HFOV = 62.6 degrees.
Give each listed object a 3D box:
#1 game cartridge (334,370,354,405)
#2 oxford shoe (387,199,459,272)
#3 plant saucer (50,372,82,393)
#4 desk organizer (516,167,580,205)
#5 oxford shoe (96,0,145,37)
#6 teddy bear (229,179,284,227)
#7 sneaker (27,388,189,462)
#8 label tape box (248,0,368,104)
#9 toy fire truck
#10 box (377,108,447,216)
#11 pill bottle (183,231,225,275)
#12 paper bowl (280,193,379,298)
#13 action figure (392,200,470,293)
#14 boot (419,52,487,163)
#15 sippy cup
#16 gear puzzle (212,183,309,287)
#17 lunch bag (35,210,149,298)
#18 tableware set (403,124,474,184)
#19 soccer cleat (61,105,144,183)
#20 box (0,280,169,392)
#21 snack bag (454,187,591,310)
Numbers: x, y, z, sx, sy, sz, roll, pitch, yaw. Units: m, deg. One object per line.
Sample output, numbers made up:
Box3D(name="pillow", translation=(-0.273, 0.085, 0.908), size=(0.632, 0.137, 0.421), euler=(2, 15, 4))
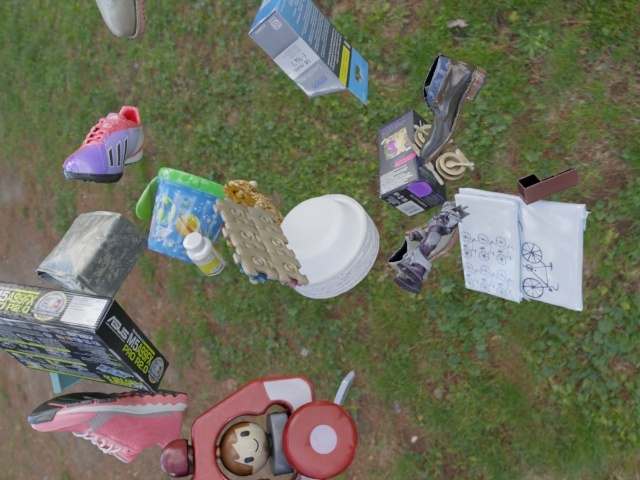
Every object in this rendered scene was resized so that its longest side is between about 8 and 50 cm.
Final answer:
Box3D(name="game cartridge", translation=(0.053, 0.345, 1.204), size=(0.017, 0.056, 0.083), euler=(24, 111, 14))
Box3D(name="oxford shoe", translation=(0.356, -0.007, 1.761), size=(0.130, 0.123, 0.348), euler=(25, 120, -13))
Box3D(name="plant saucer", translation=(-0.513, 0.272, 1.191), size=(0.018, 0.192, 0.067), euler=(14, 116, 32))
Box3D(name="desk organizer", translation=(0.534, -0.137, 1.236), size=(0.130, 0.047, 0.050), euler=(-22, 128, 7))
Box3D(name="oxford shoe", translation=(-0.425, -0.517, 0.881), size=(0.140, 0.146, 0.397), euler=(27, 147, 36))
Box3D(name="teddy bear", translation=(-0.234, -0.132, 2.150), size=(0.113, 0.245, 0.338), euler=(-48, 60, 11))
Box3D(name="sneaker", translation=(-0.396, 0.366, 1.022), size=(0.116, 0.314, 0.136), euler=(-10, 74, 44))
Box3D(name="label tape box", translation=(-0.019, -0.504, 1.397), size=(0.106, 0.334, 0.240), euler=(-30, 35, 32))
Box3D(name="toy fire truck", translation=(-0.084, 0.345, 0.720), size=(0.169, 0.254, 0.302), euler=(131, 134, -64))
Box3D(name="box", translation=(0.281, -0.236, 1.628), size=(0.143, 0.165, 0.270), euler=(-22, 52, 38))
Box3D(name="pill bottle", translation=(-0.284, 0.031, 1.279), size=(0.065, 0.065, 0.116), euler=(30, 160, 33))
Box3D(name="paper bowl", translation=(0.000, 0.000, 1.398), size=(0.284, 0.148, 0.284), euler=(-17, 52, 22))
Box3D(name="action figure", translation=(0.286, -0.005, 1.365), size=(0.099, 0.285, 0.185), euler=(33, 151, 2))
Box3D(name="boot", translation=(0.237, -0.272, 1.082), size=(0.106, 0.082, 0.219), euler=(25, 106, -12))
Box3D(name="sippy cup", translation=(-0.364, -0.057, 1.455), size=(0.305, 0.240, 0.224), euler=(10, 82, 59))
Box3D(name="gear puzzle", translation=(-0.157, -0.020, 1.162), size=(0.044, 0.176, 0.339), euler=(-54, 44, 25))
Box3D(name="lunch bag", translation=(-0.702, 0.041, 1.599), size=(0.287, 0.169, 0.235), euler=(7, 60, 35))
Box3D(name="tableware set", translation=(0.343, -0.258, 1.491), size=(0.194, 0.128, 0.039), euler=(57, 159, 18))
Box3D(name="soccer cleat", translation=(-0.430, -0.196, 1.059), size=(0.109, 0.318, 0.116), euler=(11, 110, -6))
Box3D(name="box", translation=(-0.410, 0.154, 0.843), size=(0.270, 0.060, 0.216), euler=(6, 144, 16))
Box3D(name="snack bag", translation=(0.523, 0.030, 1.388), size=(0.343, 0.037, 0.323), euler=(15, 128, 42))
